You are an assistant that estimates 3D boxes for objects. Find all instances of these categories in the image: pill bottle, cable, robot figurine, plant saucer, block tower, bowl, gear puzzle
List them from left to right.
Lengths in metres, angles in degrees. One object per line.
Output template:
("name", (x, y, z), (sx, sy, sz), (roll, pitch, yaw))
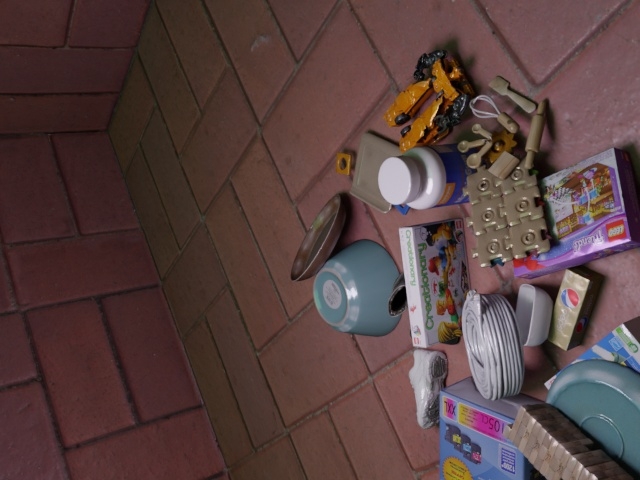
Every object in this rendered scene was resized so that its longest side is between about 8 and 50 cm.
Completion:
("plant saucer", (0.000, 0.000, 2.058), (0.310, 0.050, 0.310), (-58, 12, 21))
("bowl", (0.092, 0.162, 2.001), (0.312, 0.163, 0.311), (18, 113, 50))
("robot figurine", (0.282, -0.352, 1.687), (0.291, 0.085, 0.211), (-44, 64, 50))
("pill bottle", (0.278, -0.155, 1.579), (0.152, 0.272, 0.152), (18, 112, 51))
("cable", (0.411, 0.253, 1.570), (0.257, 0.089, 0.257), (86, 174, -72))
("gear puzzle", (0.416, -0.101, 1.481), (0.175, 0.044, 0.338), (-18, 60, 30))
("bowl", (0.492, 0.174, 1.502), (0.142, 0.053, 0.142), (15, -96, -89))
("block tower", (0.516, 0.456, 1.299), (0.335, 0.091, 0.097), (43, 125, 54))
("plant saucer", (0.588, 0.407, 1.344), (0.318, 0.044, 0.317), (14, 107, 54))

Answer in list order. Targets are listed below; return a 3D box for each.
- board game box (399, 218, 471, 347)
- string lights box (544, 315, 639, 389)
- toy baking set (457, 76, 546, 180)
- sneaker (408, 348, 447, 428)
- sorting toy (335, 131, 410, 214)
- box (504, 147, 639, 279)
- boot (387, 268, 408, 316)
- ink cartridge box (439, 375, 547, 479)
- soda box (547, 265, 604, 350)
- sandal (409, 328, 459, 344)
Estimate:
("board game box", (0.302, 0.105, 1.674), (0.053, 0.193, 0.305), (-3, 96, 53))
("string lights box", (0.617, 0.290, 1.387), (0.133, 0.077, 0.259), (59, 139, 27))
("toy baking set", (0.418, -0.264, 1.493), (0.197, 0.030, 0.256), (14, 81, 36))
("sneaker", (0.300, 0.416, 1.856), (0.115, 0.090, 0.232), (12, 99, 59))
("sorting toy", (0.171, -0.201, 1.909), (0.348, 0.047, 0.196), (35, 121, 44))
("box", (0.533, -0.048, 1.397), (0.293, 0.057, 0.200), (-27, 58, 53))
("boot", (0.226, 0.153, 1.781), (0.076, 0.208, 0.189), (16, 120, 6))
("ink cartridge box", (0.442, 0.580, 1.639), (0.270, 0.151, 0.395), (11, 108, 52))
("soda box", (0.562, 0.150, 1.447), (0.061, 0.058, 0.181), (34, 123, 45))
("sandal", (0.311, 0.261, 1.828), (0.179, 0.040, 0.067), (-4, 95, 54))
